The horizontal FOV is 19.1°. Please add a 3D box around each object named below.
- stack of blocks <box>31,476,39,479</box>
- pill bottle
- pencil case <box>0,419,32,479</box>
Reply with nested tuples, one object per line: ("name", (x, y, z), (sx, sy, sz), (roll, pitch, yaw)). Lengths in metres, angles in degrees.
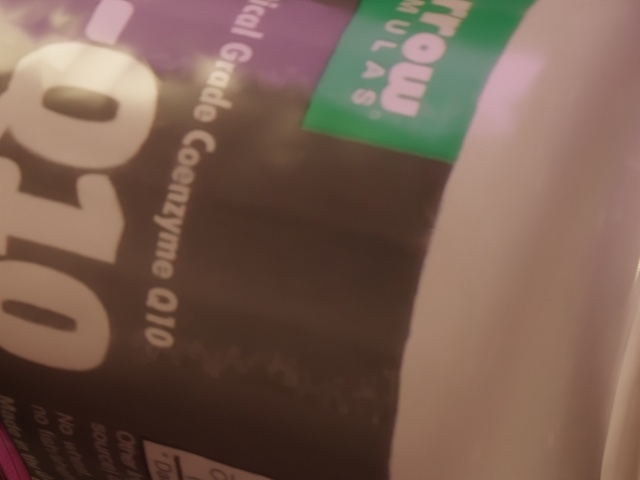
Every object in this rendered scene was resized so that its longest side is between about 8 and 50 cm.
("stack of blocks", (-0.238, 0.078, 0.870), (0.297, 0.087, 0.171), (-4, 14, 26))
("pill bottle", (0.000, 0.000, 0.619), (0.361, 0.204, 0.204), (14, 21, 19))
("pencil case", (-0.152, 0.106, 0.399), (0.167, 0.160, 0.386), (-31, 3, 2))
